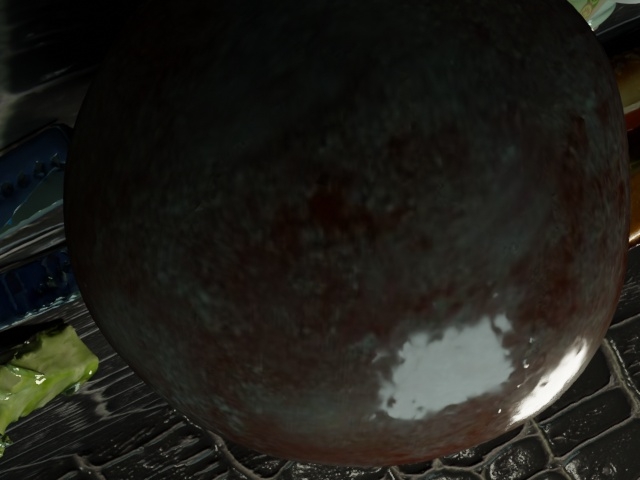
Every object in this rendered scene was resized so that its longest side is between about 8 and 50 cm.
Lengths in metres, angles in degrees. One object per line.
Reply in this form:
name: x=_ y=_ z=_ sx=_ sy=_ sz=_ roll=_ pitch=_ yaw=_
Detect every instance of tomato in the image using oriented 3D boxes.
tomato: x=0.017 y=-0.026 z=0.474 sx=0.317 sy=0.317 sz=0.282 roll=-21 pitch=128 yaw=-33

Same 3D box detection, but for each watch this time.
watch: x=-0.304 y=0.038 z=0.631 sx=0.275 sy=0.068 sz=0.276 roll=-22 pitch=167 yaw=-22

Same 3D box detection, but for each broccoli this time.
broccoli: x=-0.388 y=0.196 z=0.910 sx=0.252 sy=0.221 sz=0.361 roll=-62 pitch=171 yaw=-3

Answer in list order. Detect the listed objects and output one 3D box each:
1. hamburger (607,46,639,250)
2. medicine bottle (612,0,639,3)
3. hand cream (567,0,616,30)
hamburger: x=0.429 y=-0.123 z=1.199 sx=0.330 sy=0.250 sz=0.330 roll=-30 pitch=171 yaw=-5
medicine bottle: x=0.208 y=-0.220 z=0.544 sx=0.183 sy=0.119 sz=0.069 roll=-24 pitch=169 yaw=-10
hand cream: x=0.171 y=-0.196 z=0.695 sx=0.147 sy=0.093 sz=0.306 roll=-22 pitch=-176 yaw=46
